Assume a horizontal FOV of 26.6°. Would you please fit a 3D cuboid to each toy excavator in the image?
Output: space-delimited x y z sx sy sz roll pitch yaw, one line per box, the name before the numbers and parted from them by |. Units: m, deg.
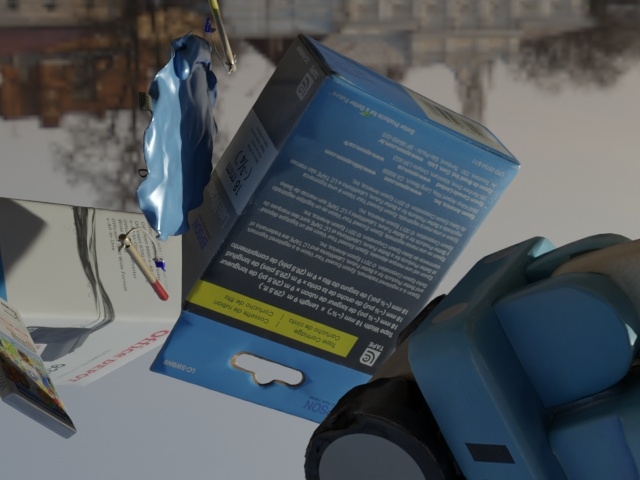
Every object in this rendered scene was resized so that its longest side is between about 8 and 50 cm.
toy excavator | 0.209 0.062 0.885 0.445 0.433 0.222 -22 -171 32

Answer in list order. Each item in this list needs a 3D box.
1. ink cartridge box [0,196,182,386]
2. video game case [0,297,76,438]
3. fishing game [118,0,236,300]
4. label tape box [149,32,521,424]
ink cartridge box | -0.313 0.059 1.384 0.307 0.129 0.223 6 153 -46
video game case | -0.219 0.079 0.957 0.122 0.011 0.087 55 -178 33
fishing game | -0.130 -0.091 1.184 0.041 0.264 0.189 9 159 12
label tape box | 0.000 0.000 1.320 0.240 0.334 0.106 23 -160 -31
